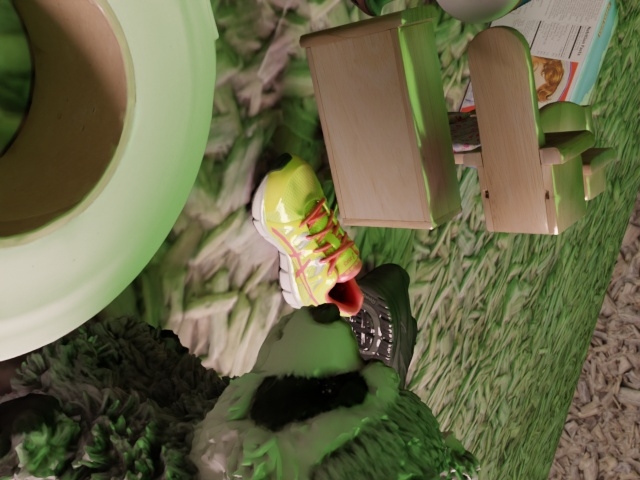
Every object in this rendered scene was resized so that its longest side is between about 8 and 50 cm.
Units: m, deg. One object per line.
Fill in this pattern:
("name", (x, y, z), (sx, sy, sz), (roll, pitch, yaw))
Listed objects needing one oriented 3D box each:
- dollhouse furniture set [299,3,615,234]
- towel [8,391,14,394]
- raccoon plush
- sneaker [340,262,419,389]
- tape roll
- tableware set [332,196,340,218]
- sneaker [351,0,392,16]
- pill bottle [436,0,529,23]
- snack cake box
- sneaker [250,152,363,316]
("dollhouse furniture set", (0.171, -0.151, 0.666), (0.355, 0.303, 0.174), (-27, 112, -39))
("towel", (-0.271, 0.202, 0.457), (0.197, 0.029, 0.144), (-29, 133, -47))
("raccoon plush", (-0.067, 0.248, 0.499), (0.216, 0.299, 0.446), (-42, 144, -61))
("sneaker", (0.083, 0.161, 0.909), (0.130, 0.109, 0.286), (-38, 139, -50))
("tape roll", (-0.186, -0.081, 0.358), (0.286, 0.100, 0.286), (-32, 132, -45))
("tableware set", (0.070, -0.089, 0.822), (0.168, 0.020, 0.141), (4, 99, -54))
("sneaker", (0.161, -0.273, 0.566), (0.112, 0.319, 0.131), (46, 31, -56))
("pill bottle", (0.233, -0.348, 0.829), (0.221, 0.124, 0.124), (-38, 137, -41))
("snack cake box", (0.302, -0.222, 0.978), (0.089, 0.152, 0.264), (21, 90, -59))
("sneaker", (0.000, 0.000, 0.694), (0.081, 0.094, 0.208), (-49, 141, -28))
